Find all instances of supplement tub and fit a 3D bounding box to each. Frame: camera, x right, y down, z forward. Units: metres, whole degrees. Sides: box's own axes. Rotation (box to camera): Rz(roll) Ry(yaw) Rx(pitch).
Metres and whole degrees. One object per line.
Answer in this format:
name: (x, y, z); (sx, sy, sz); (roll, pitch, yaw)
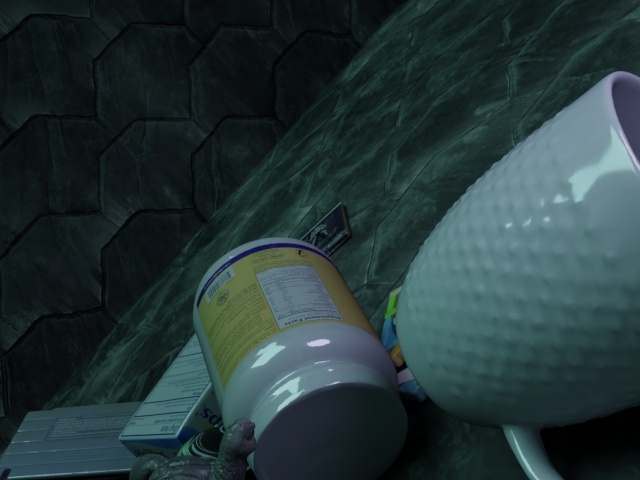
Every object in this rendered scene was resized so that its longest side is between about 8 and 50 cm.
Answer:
supplement tub: (-0.035, 0.170, 1.157); (0.241, 0.241, 0.331); (-43, 35, 8)

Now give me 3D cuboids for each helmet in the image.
helmet: (-0.143, 0.352, 1.202); (0.161, 0.169, 0.169); (15, 59, 47)

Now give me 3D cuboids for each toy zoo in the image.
toy zoo: (0.163, 0.132, 1.236); (0.192, 0.030, 0.293); (-35, 20, 30)

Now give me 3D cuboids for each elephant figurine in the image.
elephant figurine: (-0.172, 0.327, 1.004); (0.186, 0.240, 0.169); (-25, 26, -32)

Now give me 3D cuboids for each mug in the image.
mug: (0.252, 0.081, 0.808); (0.328, 0.276, 0.374); (-40, 47, 36)

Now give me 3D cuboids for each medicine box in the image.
medicine box: (-0.183, 0.283, 1.499); (0.263, 0.149, 0.289); (-21, 30, 54)

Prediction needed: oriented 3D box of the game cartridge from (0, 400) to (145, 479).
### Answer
game cartridge: (-0.452, 0.415, 1.680); (0.355, 0.068, 0.230); (-5, 20, 5)

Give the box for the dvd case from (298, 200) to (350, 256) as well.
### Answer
dvd case: (0.000, 0.000, 1.957); (0.164, 0.018, 0.221); (-43, 18, 13)
